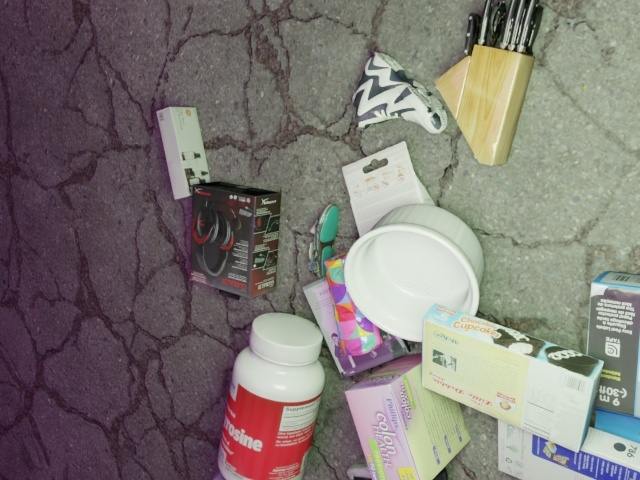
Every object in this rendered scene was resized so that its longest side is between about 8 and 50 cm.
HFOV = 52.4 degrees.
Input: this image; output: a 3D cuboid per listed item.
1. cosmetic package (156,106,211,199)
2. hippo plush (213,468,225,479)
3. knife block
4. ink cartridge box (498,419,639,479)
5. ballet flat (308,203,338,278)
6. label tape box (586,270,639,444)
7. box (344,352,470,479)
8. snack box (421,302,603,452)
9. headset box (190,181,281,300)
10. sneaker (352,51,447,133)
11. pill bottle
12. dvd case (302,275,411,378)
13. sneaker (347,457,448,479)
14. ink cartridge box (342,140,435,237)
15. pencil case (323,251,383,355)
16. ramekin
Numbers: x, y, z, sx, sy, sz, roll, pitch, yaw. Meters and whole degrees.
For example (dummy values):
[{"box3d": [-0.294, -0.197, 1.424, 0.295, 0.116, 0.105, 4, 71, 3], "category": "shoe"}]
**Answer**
[{"box3d": [-0.362, -0.236, 1.749, 0.060, 0.099, 0.239, -10, 93, 34], "category": "cosmetic package"}, {"box3d": [-0.196, 0.752, 1.782, 0.236, 0.234, 0.294, 39, 140, -11], "category": "hippo plush"}, {"box3d": [0.354, -0.312, 1.229, 0.242, 0.088, 0.276, -33, 79, 36], "category": "knife block"}, {"box3d": [0.507, 0.432, 1.243, 0.332, 0.065, 0.165, 16, 130, 33], "category": "ink cartridge box"}, {"box3d": [0.000, 0.000, 1.556, 0.070, 0.070, 0.189, 16, 106, 32], "category": "ballet flat"}, {"box3d": [0.606, 0.244, 1.140, 0.249, 0.115, 0.348, 7, 101, 35], "category": "label tape box"}, {"box3d": [0.190, 0.374, 1.378, 0.117, 0.243, 0.214, -19, 88, 36], "category": "box"}, {"box3d": [0.344, 0.252, 1.220, 0.321, 0.060, 0.187, 18, 129, 31], "category": "snack box"}, {"box3d": [-0.223, 0.008, 1.685, 0.218, 0.110, 0.293, 14, 106, 32], "category": "headset box"}, {"box3d": [0.152, -0.271, 1.378, 0.235, 0.094, 0.153, 48, 123, 19], "category": "sneaker"}, {"box3d": [-0.116, 0.399, 1.609, 0.229, 0.229, 0.408, 22, 111, 30], "category": "pill bottle"}, {"box3d": [0.082, 0.183, 1.520, 0.179, 0.029, 0.239, -26, 86, 21], "category": "dvd case"}, {"box3d": [0.186, 0.574, 1.505, 0.268, 0.101, 0.153, -21, 87, 37], "category": "sneaker"}, {"box3d": [0.156, -0.083, 1.441, 0.181, 0.056, 0.225, -19, 83, 36], "category": "ink cartridge box"}, {"box3d": [0.074, 0.136, 1.449, 0.104, 0.104, 0.236, -10, 95, 36], "category": "pencil case"}, {"box3d": [0.201, 0.060, 1.332, 0.277, 0.135, 0.277, 15, 127, 20], "category": "ramekin"}]
